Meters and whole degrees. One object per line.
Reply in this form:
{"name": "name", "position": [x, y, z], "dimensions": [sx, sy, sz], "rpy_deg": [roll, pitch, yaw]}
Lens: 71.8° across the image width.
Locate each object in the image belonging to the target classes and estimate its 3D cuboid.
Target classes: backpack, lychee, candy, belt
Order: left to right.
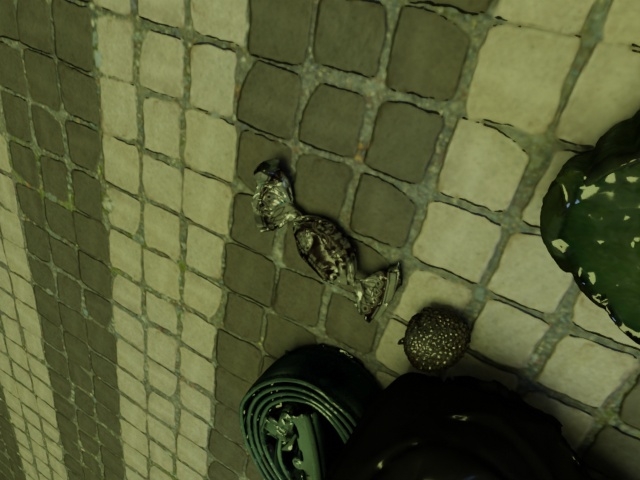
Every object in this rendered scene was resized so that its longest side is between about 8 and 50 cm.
{"name": "candy", "position": [0.000, 0.000, 0.521], "dimensions": [0.226, 0.051, 0.094], "rpy_deg": [45, 123, 5]}
{"name": "belt", "position": [0.001, 0.282, 0.610], "dimensions": [0.206, 0.116, 0.268], "rpy_deg": [-13, 102, 29]}
{"name": "lychee", "position": [0.126, 0.111, 0.493], "dimensions": [0.083, 0.068, 0.067], "rpy_deg": [-20, 142, 32]}
{"name": "backpack", "position": [0.187, 0.363, 0.438], "dimensions": [0.445, 0.255, 0.363], "rpy_deg": [33, 89, 4]}

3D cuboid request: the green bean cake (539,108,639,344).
{"name": "green bean cake", "position": [0.293, -0.017, 0.299], "dimensions": [0.222, 0.125, 0.227], "rpy_deg": [44, 128, 3]}
